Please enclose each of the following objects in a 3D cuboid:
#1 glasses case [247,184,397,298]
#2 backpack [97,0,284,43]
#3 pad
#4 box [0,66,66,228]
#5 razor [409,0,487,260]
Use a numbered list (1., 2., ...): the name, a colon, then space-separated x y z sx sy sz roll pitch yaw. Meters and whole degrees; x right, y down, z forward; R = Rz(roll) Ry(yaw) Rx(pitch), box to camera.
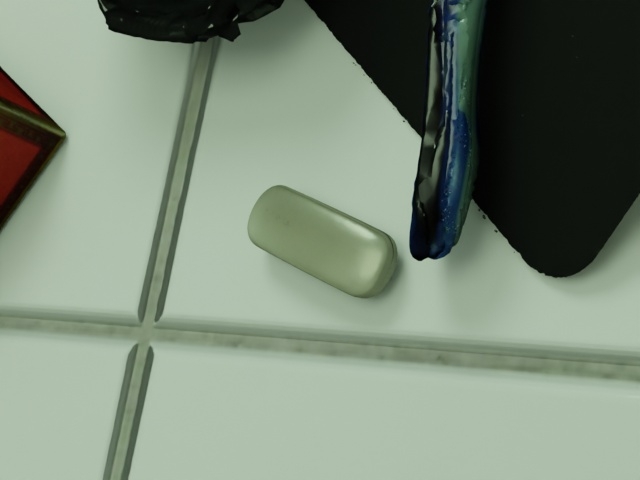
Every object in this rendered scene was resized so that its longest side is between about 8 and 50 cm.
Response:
1. glasses case: 0.000 0.000 0.782 0.083 0.021 0.032 26 90 39
2. backpack: -0.059 -0.221 0.829 0.206 0.133 0.258 2 80 45
3. pad: 0.131 -0.174 0.725 0.323 0.055 0.250 -47 52 14
4. box: -0.261 -0.068 0.969 0.240 0.074 0.153 43 105 37
5. razor: 0.057 -0.154 0.729 0.056 0.093 0.324 -2 89 13
